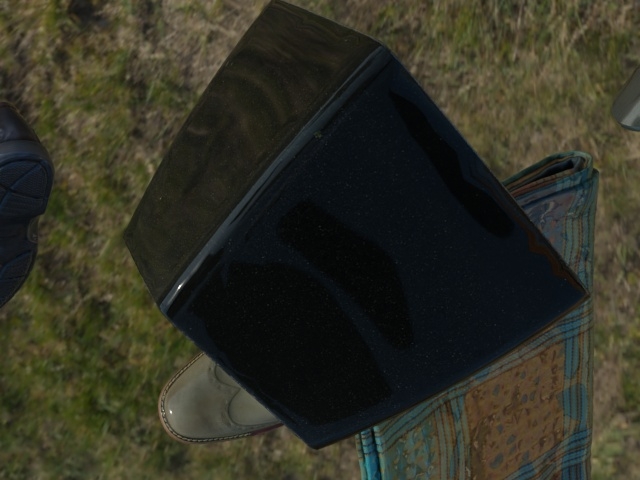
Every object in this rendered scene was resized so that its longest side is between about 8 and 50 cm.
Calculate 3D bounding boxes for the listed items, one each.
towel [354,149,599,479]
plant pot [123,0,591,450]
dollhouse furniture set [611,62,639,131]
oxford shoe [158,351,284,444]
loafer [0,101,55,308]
[{"bbox_3d":[0.140,0.133,0.920,0.271,0.040,0.370,-25,123,-28],"label":"towel"},{"bbox_3d":[0.000,0.000,0.609,0.167,0.188,0.187,-45,116,-1],"label":"plant pot"},{"bbox_3d":[0.325,-0.005,0.770,0.161,0.242,0.212,-53,135,-2],"label":"dollhouse furniture set"},{"bbox_3d":[-0.016,0.122,1.186,0.348,0.130,0.123,-24,83,-6],"label":"oxford shoe"},{"bbox_3d":[-0.367,-0.023,1.204,0.109,0.095,0.302,-1,142,-36],"label":"loafer"}]
